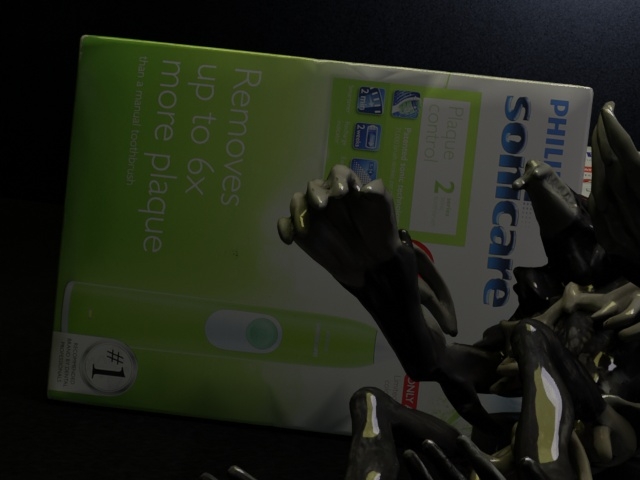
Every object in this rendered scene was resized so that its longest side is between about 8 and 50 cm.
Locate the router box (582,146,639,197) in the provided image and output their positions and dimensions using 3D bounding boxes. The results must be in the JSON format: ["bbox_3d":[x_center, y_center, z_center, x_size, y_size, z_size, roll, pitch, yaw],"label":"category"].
[{"bbox_3d":[0.312,0.042,0.843,0.335,0.082,0.301,7,25,3],"label":"router box"}]

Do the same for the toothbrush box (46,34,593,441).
[{"bbox_3d":[0.000,0.000,0.770,0.283,0.206,0.122,7,4,2],"label":"toothbrush box"}]

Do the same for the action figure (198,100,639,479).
[{"bbox_3d":[0.073,0.025,0.453,0.164,0.141,0.276,-19,14,30],"label":"action figure"}]

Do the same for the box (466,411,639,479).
[{"bbox_3d":[0.198,0.114,0.510,0.183,0.059,0.232,5,4,-34],"label":"box"}]
